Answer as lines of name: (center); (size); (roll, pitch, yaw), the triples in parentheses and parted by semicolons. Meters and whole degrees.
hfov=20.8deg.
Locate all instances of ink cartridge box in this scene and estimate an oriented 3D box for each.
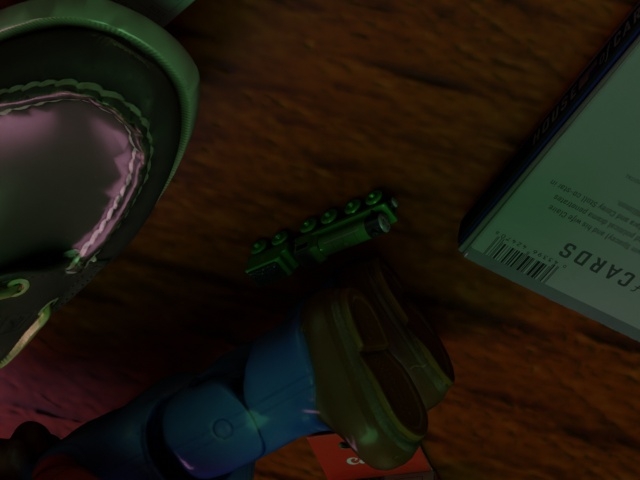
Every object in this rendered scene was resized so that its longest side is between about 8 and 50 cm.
ink cartridge box: (0.037, 0.149, 0.937); (0.063, 0.029, 0.115); (-9, 129, 19)

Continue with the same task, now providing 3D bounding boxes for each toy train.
toy train: (0.000, 0.000, 0.814); (0.083, 0.023, 0.017); (-23, 124, 28)

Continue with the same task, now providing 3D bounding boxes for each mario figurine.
mario figurine: (-0.080, 0.140, 0.844); (0.320, 0.170, 0.198); (-28, 149, 19)

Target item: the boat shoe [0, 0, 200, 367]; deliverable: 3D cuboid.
boat shoe: (-0.163, 0.007, 0.768); (0.116, 0.096, 0.324); (35, 139, -21)

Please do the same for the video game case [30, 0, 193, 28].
video game case: (-0.091, -0.173, 0.628); (0.201, 0.023, 0.183); (34, 127, -29)

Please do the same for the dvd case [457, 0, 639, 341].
dvd case: (0.195, -0.037, 0.740); (0.179, 0.029, 0.238); (26, 131, -13)
